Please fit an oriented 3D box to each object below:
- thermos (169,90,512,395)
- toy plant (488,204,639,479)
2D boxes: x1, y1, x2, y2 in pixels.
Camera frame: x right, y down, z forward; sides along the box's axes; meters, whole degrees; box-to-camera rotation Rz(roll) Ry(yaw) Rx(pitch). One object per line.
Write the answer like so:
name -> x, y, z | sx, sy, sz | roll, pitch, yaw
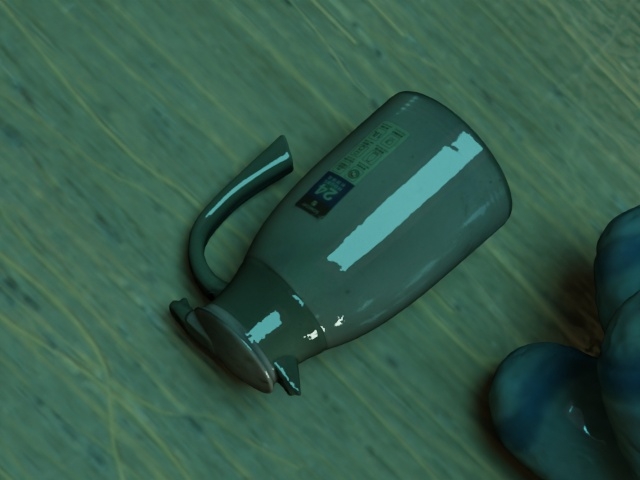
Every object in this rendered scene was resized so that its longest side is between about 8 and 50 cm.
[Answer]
thermos -> 0.000, 0.000, 0.847 | 0.193, 0.105, 0.137 | -42, 67, -17
toy plant -> 0.234, 0.135, 0.837 | 0.247, 0.247, 0.332 | -2, 71, -20
